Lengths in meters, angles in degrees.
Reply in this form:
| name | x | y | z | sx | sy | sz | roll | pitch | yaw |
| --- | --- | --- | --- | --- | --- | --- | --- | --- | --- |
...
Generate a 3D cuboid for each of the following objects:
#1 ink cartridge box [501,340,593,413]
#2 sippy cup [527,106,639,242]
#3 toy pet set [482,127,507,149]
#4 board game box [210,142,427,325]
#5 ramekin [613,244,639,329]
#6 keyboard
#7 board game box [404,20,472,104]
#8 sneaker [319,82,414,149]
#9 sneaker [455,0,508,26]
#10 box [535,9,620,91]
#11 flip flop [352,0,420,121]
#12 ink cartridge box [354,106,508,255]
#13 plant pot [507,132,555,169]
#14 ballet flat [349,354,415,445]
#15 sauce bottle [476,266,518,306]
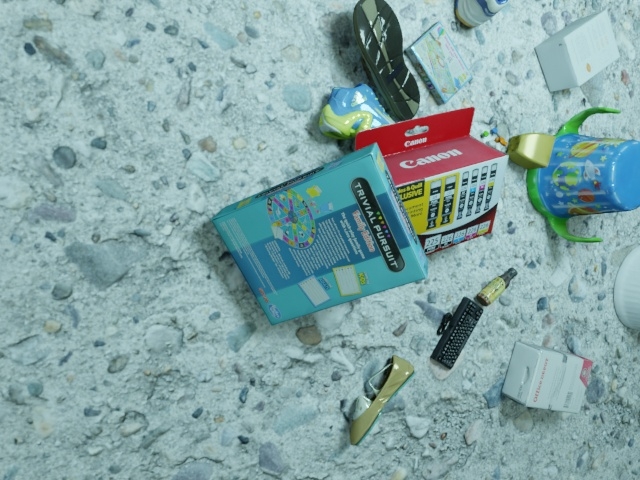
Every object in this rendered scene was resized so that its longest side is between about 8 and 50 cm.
| name | x | y | z | sx | sy | sz | roll | pitch | yaw |
| --- | --- | --- | --- | --- | --- | --- | --- | --- | --- |
| ink cartridge box | 0.626 | 0.379 | 1.341 | 0.217 | 0.092 | 0.159 | 16 | 90 | -26 |
| sippy cup | 0.694 | -0.163 | 1.231 | 0.240 | 0.224 | 0.306 | -34 | 108 | -17 |
| toy pet set | 0.408 | -0.203 | 1.204 | 0.122 | 0.065 | 0.114 | -21 | 70 | -23 |
| board game box | 0.000 | 0.000 | 0.927 | 0.336 | 0.079 | 0.254 | -20 | 109 | 21 |
| ramekin | 1.042 | 0.152 | 1.469 | 0.277 | 0.135 | 0.277 | -3 | 97 | -23 |
| keyboard | 0.345 | 0.233 | 1.240 | 0.108 | 0.023 | 0.180 | 34 | 82 | -23 |
| board game box | 0.277 | -0.410 | 1.126 | 0.103 | 0.026 | 0.154 | -44 | 111 | -13 |
| sneaker | 0.118 | -0.267 | 1.041 | 0.240 | 0.091 | 0.126 | 9 | 91 | -24 |
| sneaker | 0.400 | -0.642 | 1.095 | 0.111 | 0.131 | 0.297 | 6 | 93 | -22 |
| box | 0.661 | -0.485 | 1.247 | 0.170 | 0.091 | 0.130 | -34 | 109 | -16 |
| flip flop | 0.134 | -0.382 | 1.048 | 0.112 | 0.080 | 0.277 | -46 | 126 | -17 |
| ink cartridge box | 0.228 | -0.114 | 1.033 | 0.309 | 0.130 | 0.272 | -18 | 129 | -20 |
| plant pot | 0.525 | -0.232 | 1.231 | 0.083 | 0.081 | 0.081 | 15 | 91 | -11 |
| ballet flat | 0.128 | 0.371 | 1.147 | 0.073 | 0.080 | 0.232 | 41 | 76 | 6 |
| sauce bottle | 0.462 | 0.118 | 1.266 | 0.128 | 0.042 | 0.042 | -40 | 110 | -16 |
